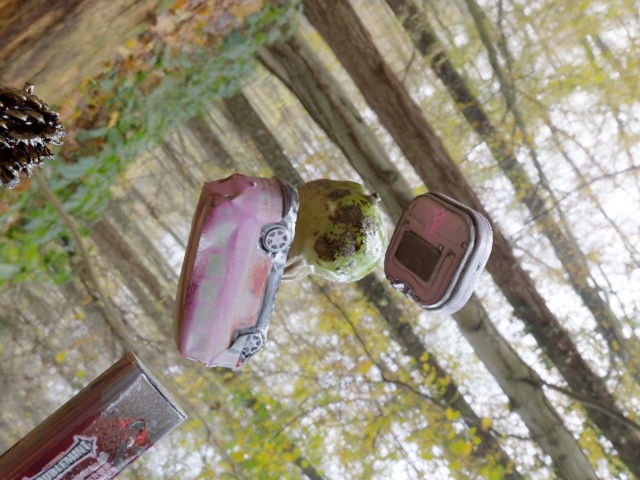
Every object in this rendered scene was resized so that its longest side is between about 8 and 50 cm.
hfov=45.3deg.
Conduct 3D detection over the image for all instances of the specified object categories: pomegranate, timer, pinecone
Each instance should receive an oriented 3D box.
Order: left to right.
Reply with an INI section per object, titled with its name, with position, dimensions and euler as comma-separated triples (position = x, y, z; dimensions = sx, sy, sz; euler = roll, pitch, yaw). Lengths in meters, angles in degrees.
[pinecone]
position = -0.725, -0.246, 1.760
dimensions = 0.257, 0.243, 0.243
euler = -41, -166, 0
[pomegranate]
position = -0.005, -0.014, 1.531
dimensions = 0.277, 0.203, 0.222
euler = -8, -154, -26
[timer]
position = 0.197, 0.019, 1.334
dimensions = 0.208, 0.069, 0.190
euler = 35, -74, 53

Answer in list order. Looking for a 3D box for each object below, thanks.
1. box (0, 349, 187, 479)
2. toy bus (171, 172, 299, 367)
[box]
position = -0.299, 0.260, 1.005
dimensions = 0.224, 0.120, 0.069
euler = -38, -155, -12
[toy bus]
position = -0.134, 0.045, 1.168
dimensions = 0.127, 0.147, 0.302
euler = -122, -138, -60
